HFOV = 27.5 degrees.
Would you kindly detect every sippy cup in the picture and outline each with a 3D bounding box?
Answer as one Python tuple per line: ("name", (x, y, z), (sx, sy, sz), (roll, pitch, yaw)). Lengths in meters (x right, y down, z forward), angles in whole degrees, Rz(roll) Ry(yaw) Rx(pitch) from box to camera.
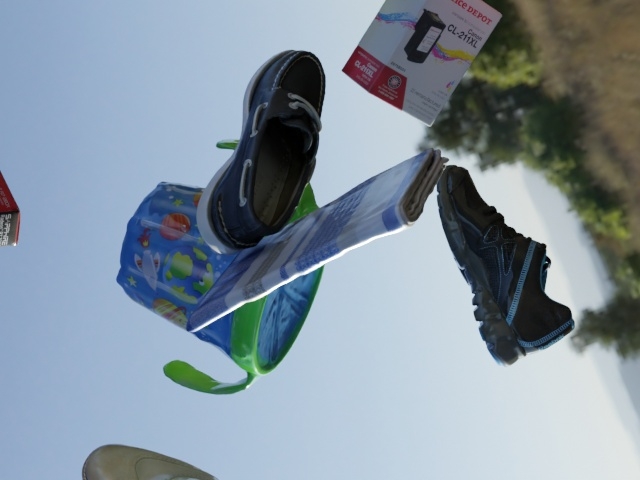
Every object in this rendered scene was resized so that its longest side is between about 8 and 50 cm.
("sippy cup", (-0.135, 0.032, 1.713), (0.240, 0.224, 0.305), (69, -137, -67))

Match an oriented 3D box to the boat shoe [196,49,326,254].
("boat shoe", (-0.044, -0.113, 1.531), (0.114, 0.091, 0.303), (38, -126, -31))

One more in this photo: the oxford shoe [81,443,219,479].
("oxford shoe", (-0.195, 0.399, 1.986), (0.140, 0.397, 0.146), (-59, -18, -27))

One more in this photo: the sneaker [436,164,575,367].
("sneaker", (0.275, 0.024, 1.994), (0.125, 0.139, 0.341), (53, -163, -63))

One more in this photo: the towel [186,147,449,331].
("towel", (0.000, 0.000, 1.406), (0.034, 0.285, 0.209), (57, -156, -11))

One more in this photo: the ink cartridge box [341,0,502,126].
("ink cartridge box", (0.131, -0.255, 1.681), (0.127, 0.175, 0.072), (23, -165, -39))

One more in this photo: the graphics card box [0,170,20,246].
("graphics card box", (-0.728, -0.072, 2.247), (0.233, 0.370, 0.094), (56, 142, 37))
